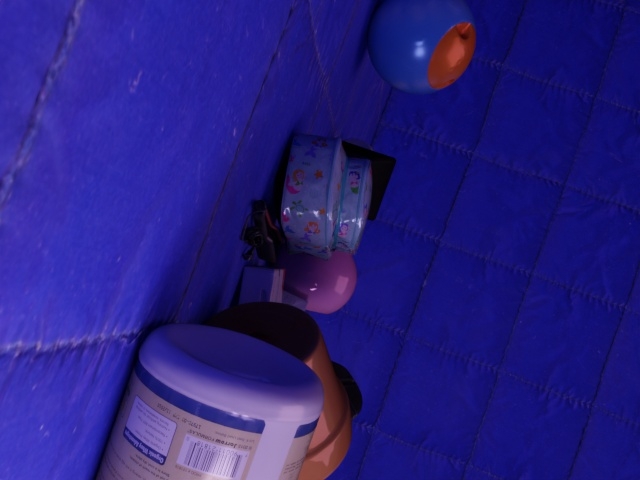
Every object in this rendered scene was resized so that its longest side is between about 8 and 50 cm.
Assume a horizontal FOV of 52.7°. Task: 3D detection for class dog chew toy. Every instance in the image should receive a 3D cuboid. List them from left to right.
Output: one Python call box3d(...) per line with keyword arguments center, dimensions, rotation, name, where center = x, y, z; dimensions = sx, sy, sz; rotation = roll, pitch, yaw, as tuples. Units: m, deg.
box3d(center=(0.000, 0.000, 1.517), dimensions=(0.206, 0.207, 0.331), rotation=(69, 33, -83), name="dog chew toy")

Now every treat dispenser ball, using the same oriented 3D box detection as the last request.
box3d(center=(0.268, -0.537, 1.723), dimensions=(0.288, 0.288, 0.288), rotation=(20, 90, -85), name="treat dispenser ball")

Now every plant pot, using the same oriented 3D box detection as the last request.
box3d(center=(-0.093, 0.236, 1.048), dimensions=(0.291, 0.291, 0.203), rotation=(-62, 155, -58), name="plant pot")
box3d(center=(0.075, -0.173, 1.754), dimensions=(0.188, 0.187, 0.167), rotation=(-70, 163, 6), name="plant pot")

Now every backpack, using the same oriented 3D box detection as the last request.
box3d(center=(0.003, -0.085, 1.258), dimensions=(0.253, 0.191, 0.225), rotation=(65, 32, -70), name="backpack")

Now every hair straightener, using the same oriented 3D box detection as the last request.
box3d(center=(-0.104, -0.002, 1.157), dimensions=(0.230, 0.047, 0.089), rotation=(95, 15, -71), name="hair straightener")

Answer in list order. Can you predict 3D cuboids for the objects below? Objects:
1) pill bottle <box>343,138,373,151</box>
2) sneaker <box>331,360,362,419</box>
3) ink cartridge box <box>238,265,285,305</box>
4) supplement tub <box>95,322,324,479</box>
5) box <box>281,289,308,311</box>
box3d(center=(0.092, -0.211, 2.054), dimensions=(0.215, 0.117, 0.117), rotation=(105, 7, -48), name="pill bottle")
box3d(center=(-0.110, 0.406, 1.423), dimensions=(0.257, 0.169, 0.447), rotation=(-42, 160, 31), name="sneaker")
box3d(center=(-0.115, 0.106, 1.277), dimensions=(0.150, 0.063, 0.109), rotation=(18, 80, -84), name="ink cartridge box")
box3d(center=(-0.147, 0.281, 0.774), dimensions=(0.228, 0.228, 0.316), rotation=(-15, 125, -84), name="supplement tub")
box3d(center=(-0.124, 0.244, 1.480), dimensions=(0.290, 0.087, 0.169), rotation=(116, -2, -57), name="box")
